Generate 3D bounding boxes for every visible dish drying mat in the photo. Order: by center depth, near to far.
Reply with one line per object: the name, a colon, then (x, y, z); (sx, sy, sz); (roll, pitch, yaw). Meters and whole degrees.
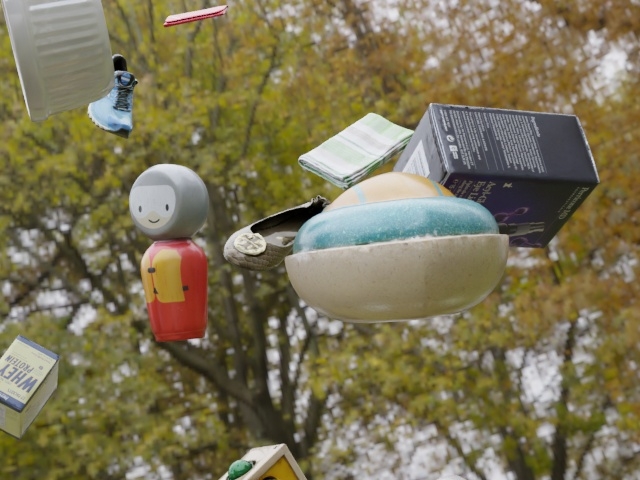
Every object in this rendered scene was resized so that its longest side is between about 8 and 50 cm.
dish drying mat: (-0.164, -0.296, 1.480); (0.083, 0.032, 0.008); (-9, -62, 14)

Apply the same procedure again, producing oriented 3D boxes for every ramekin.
ramekin: (-0.319, -0.253, 1.353); (0.109, 0.207, 0.207); (-14, -28, -13)

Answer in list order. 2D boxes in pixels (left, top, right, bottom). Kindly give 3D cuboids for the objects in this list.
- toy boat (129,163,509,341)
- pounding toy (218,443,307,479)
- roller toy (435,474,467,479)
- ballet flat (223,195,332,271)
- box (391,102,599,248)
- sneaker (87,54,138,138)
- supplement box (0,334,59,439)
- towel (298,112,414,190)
toy boat: (0.000, 0.000, 0.966); (0.318, 0.148, 0.267); (-4, -2, -11)
pounding toy: (-0.077, 0.327, 1.415); (0.100, 0.141, 0.130); (-19, 15, 47)
roller toy: (0.179, 0.407, 1.421); (0.209, 0.146, 0.191); (-59, -27, -9)
ballet flat: (-0.053, -0.016, 1.676); (0.250, 0.084, 0.058); (-24, -34, -50)
box: (0.210, -0.076, 1.385); (0.207, 0.108, 0.153); (2, -34, -18)
sneaker: (-0.309, -0.221, 1.693); (0.063, 0.162, 0.073); (19, -52, -39)
supplement box: (-0.353, 0.173, 1.320); (0.056, 0.083, 0.083); (27, -37, 4)
towel: (0.055, -0.139, 1.685); (0.152, 0.113, 0.023); (-36, -45, -24)
